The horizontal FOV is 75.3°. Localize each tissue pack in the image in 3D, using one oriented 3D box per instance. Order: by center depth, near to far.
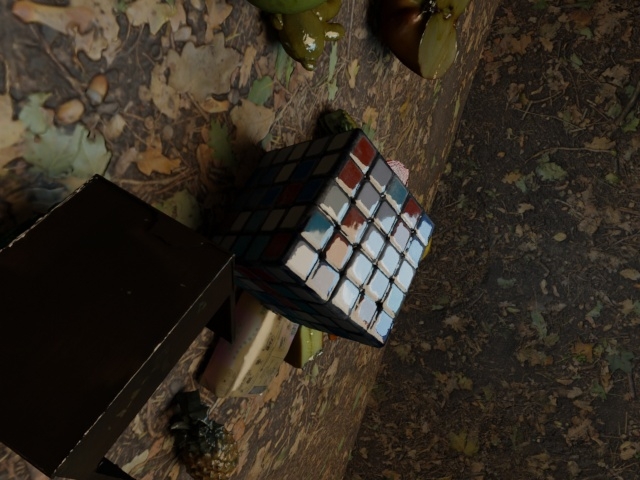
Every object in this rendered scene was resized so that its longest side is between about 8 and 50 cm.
[{"bbox_3d":[-0.151,0.244,0.995,0.256,0.123,0.215,-67,155,-12],"label":"tissue pack"}]

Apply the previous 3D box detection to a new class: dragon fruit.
[{"bbox_3d":[0.249,-0.233,1.587,0.111,0.153,0.153,-138,-118,-70],"label":"dragon fruit"}]

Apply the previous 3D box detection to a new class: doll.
[{"bbox_3d":[-0.025,-0.428,0.809,0.137,0.097,0.209,42,54,-25],"label":"doll"}]

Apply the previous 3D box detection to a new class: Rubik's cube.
[{"bbox_3d":[0.000,0.000,0.814,0.292,0.287,0.293,45,64,-32],"label":"Rubik's cube"}]

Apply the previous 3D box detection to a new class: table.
[{"bbox_3d":[-0.252,0.126,0.510,0.250,0.196,0.282,-57,171,-32],"label":"table"}]

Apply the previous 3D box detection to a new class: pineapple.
[{"bbox_3d":[-0.260,0.429,0.910,0.128,0.128,0.248,-50,143,-41],"label":"pineapple"}]

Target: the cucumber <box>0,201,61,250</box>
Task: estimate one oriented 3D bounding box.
[{"bbox_3d":[-0.361,0.053,0.443,0.250,0.056,0.056,-57,154,-25],"label":"cucumber"}]

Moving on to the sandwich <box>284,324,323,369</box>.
[{"bbox_3d":[-0.061,0.263,1.196,0.122,0.128,0.235,-46,154,-34],"label":"sandwich"}]

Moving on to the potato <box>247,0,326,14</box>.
[{"bbox_3d":[-0.059,-0.449,0.547,0.215,0.216,0.304,-65,162,-14],"label":"potato"}]

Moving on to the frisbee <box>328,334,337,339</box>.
[{"bbox_3d":[0.091,0.330,1.732,0.192,0.035,0.192,-47,147,-43],"label":"frisbee"}]

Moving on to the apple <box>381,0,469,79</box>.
[{"bbox_3d":[0.320,-0.650,1.171,0.365,0.295,0.328,-32,99,-52],"label":"apple"}]

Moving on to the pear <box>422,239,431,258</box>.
[{"bbox_3d":[0.311,-0.027,1.651,0.280,0.281,0.280,-48,148,-43],"label":"pear"}]

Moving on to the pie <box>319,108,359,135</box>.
[{"bbox_3d":[0.122,-0.178,1.060,0.078,0.371,0.296,-34,137,17],"label":"pie"}]
